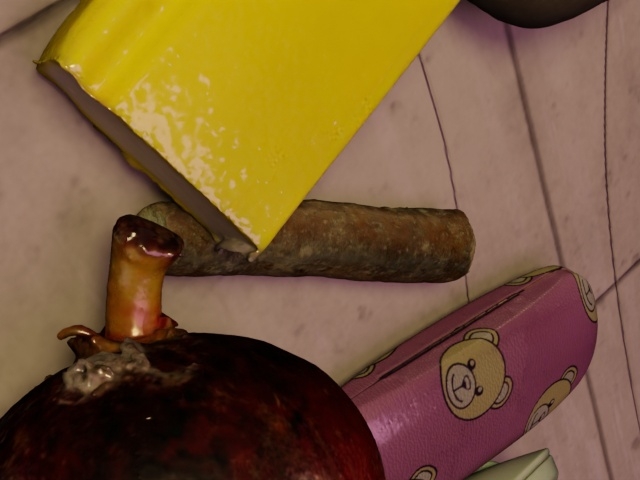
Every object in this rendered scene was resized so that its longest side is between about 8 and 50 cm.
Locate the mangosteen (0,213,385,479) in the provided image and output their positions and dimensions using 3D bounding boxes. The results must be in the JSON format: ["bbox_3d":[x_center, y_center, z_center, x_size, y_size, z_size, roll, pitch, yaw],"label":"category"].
[{"bbox_3d":[-0.088,0.116,0.555,0.236,0.235,0.261,-9,86,-37],"label":"mangosteen"}]

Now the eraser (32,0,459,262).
[{"bbox_3d":[-0.033,-0.124,0.571,0.158,0.069,0.226,45,72,-23],"label":"eraser"}]

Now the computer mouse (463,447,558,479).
[{"bbox_3d":[0.076,0.269,0.817,0.288,0.097,0.159,-47,163,-21],"label":"computer mouse"}]

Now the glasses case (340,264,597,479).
[{"bbox_3d":[0.110,0.124,0.808,0.316,0.076,0.123,-27,123,-29],"label":"glasses case"}]

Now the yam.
[{"bbox_3d":[0.000,0.000,0.683,0.274,0.061,0.061,3,105,-39],"label":"yam"}]

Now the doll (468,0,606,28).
[{"bbox_3d":[0.185,-0.342,0.581,0.382,0.252,0.378,36,82,-36],"label":"doll"}]
